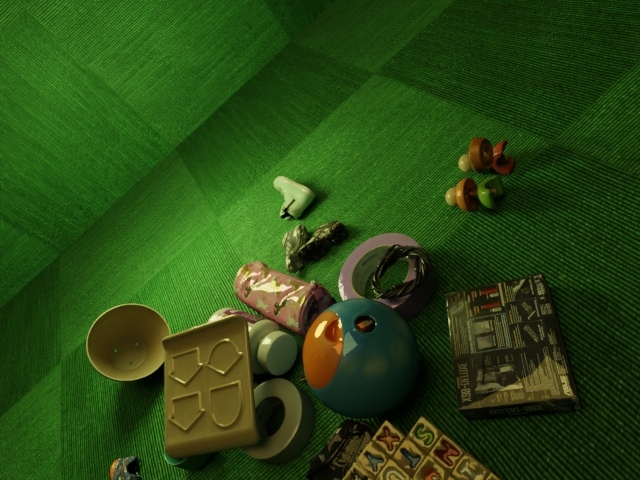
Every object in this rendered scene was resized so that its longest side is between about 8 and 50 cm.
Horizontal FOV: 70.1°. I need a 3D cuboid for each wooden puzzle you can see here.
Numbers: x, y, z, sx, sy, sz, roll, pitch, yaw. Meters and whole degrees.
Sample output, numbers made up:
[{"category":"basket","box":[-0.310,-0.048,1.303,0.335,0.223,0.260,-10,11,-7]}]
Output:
[{"category":"wooden puzzle","box":[-0.313,0.418,1.309,0.322,0.081,0.347,-21,67,24]}]

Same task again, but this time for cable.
[{"category":"cable","box":[0.216,0.095,1.254,0.151,0.047,0.184,25,70,42]}]

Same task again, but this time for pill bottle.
[{"category":"pill bottle","box":[-0.221,0.320,1.440,0.302,0.169,0.169,7,61,42]}]

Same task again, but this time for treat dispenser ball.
[{"category":"treat dispenser ball","box":[0.099,0.287,1.127,0.288,0.288,0.288,-21,45,23]}]

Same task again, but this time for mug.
[{"category":"mug","box":[-0.377,0.610,1.371,0.158,0.097,0.129,-35,41,8]}]

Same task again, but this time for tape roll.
[{"category":"tape roll","box":[-0.126,0.505,1.283,0.219,0.072,0.219,-20,46,23]},{"category":"tape roll","box":[0.193,0.113,1.351,0.275,0.090,0.274,-22,44,23]}]

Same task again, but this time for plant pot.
[{"category":"plant pot","box":[-0.725,0.405,1.726,0.191,0.284,0.283,131,156,-54]}]

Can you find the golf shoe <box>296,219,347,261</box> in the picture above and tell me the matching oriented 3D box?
[{"category":"golf shoe","box":[0.000,0.000,1.622,0.198,0.077,0.094,-33,30,2]}]

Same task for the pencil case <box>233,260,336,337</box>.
[{"category":"pencil case","box":[-0.128,0.182,1.494,0.386,0.160,0.167,15,58,45]}]

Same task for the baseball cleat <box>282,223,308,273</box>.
[{"category":"baseball cleat","box":[-0.102,0.039,1.677,0.110,0.072,0.205,-23,40,45]}]

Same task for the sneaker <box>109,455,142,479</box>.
[{"category":"sneaker","box":[-0.606,0.775,1.430,0.087,0.083,0.221,-31,45,1]}]

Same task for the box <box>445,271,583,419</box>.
[{"category":"box","box":[0.432,0.243,1.061,0.243,0.076,0.307,-18,46,26]}]

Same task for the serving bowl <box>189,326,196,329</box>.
[{"category":"serving bowl","box":[-0.474,0.366,1.709,0.084,0.027,0.083,-22,45,24]}]

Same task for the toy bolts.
[{"category":"toy bolts","box":[0.454,-0.220,1.363,0.159,0.218,0.228,-2,37,45]}]

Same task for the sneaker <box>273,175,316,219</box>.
[{"category":"sneaker","box":[-0.145,-0.169,1.855,0.256,0.094,0.151,27,78,49]}]

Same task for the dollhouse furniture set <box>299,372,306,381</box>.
[{"category":"dollhouse furniture set","box":[-0.035,0.341,1.342,0.091,0.081,0.114,-23,45,22]}]

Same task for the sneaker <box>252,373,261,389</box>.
[{"category":"sneaker","box":[-0.220,0.441,1.438,0.065,0.061,0.158,-28,36,-25]}]

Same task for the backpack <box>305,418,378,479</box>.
[{"category":"backpack","box":[0.071,0.516,1.082,0.152,0.115,0.181,23,77,26]}]

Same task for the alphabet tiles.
[{"category":"alphabet tiles","box":[0.219,0.553,0.938,0.343,0.011,0.285,34,79,30]}]
